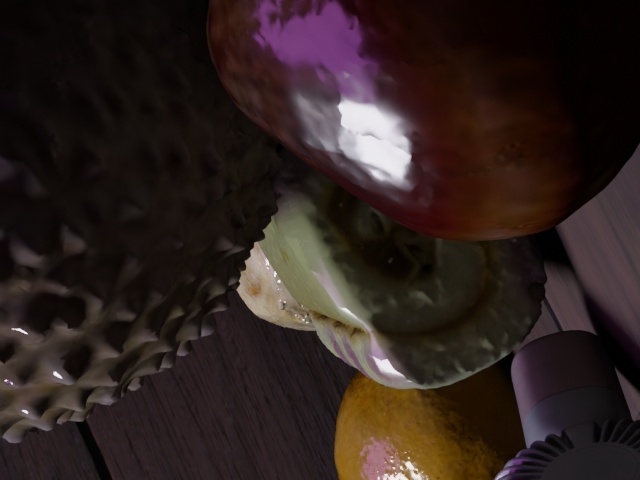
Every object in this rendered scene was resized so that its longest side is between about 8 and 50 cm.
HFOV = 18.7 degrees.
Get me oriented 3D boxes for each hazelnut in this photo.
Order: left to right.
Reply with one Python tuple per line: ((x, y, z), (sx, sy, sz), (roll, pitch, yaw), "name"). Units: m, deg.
((0.046, -0.081, 0.742), (0.178, 0.178, 0.204), (64, -176, 15), "hazelnut")

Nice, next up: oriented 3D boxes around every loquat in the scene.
((0.103, 0.181, 1.628), (0.187, 0.176, 0.234), (-81, -26, -66), "loquat")

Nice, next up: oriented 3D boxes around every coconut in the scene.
((-0.002, 0.002, 1.845), (0.194, 0.194, 0.194), (155, 90, -86), "coconut")

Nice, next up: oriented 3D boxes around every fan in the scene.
((0.149, 0.125, 1.070), (0.244, 0.130, 0.074), (-92, -15, -63), "fan")

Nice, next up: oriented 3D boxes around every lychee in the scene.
((-0.201, -0.072, 1.104), (0.432, 0.380, 0.380), (86, 160, -62), "lychee")

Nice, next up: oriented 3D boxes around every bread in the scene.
((0.043, -0.011, 1.311), (0.187, 0.155, 0.338), (58, 174, -4), "bread")
